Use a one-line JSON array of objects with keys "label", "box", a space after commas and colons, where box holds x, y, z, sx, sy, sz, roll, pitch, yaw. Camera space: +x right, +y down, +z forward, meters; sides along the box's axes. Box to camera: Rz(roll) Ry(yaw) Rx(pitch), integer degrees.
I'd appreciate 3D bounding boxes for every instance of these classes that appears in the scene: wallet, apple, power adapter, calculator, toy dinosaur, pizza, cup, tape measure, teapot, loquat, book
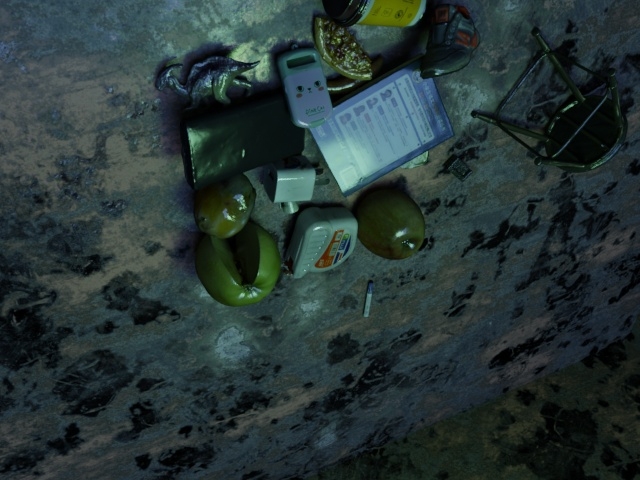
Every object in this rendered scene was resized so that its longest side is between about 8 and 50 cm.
[{"label": "wallet", "box": [-0.217, -0.307, 1.687, 0.406, 0.062, 0.229, -25, 135, -30]}, {"label": "apple", "box": [-0.273, 0.081, 1.912, 0.291, 0.254, 0.292, -15, 137, -15]}, {"label": "power adapter", "box": [-0.071, -0.205, 1.870, 0.204, 0.130, 0.125, -7, 129, -24]}, {"label": "calculator", "box": [-0.047, -0.454, 1.671, 0.141, 0.045, 0.246, -21, 104, -25]}, {"label": "toy dinosaur", "box": [-0.307, -0.435, 1.594, 0.294, 0.077, 0.162, -20, 140, -10]}, {"label": "apple", "box": [0.258, -0.053, 2.095, 0.256, 0.234, 0.257, -14, 134, -15]}, {"label": "pizza", "box": [0.066, -0.560, 1.670, 0.127, 0.058, 0.246, -32, 122, 8]}, {"label": "cup", "box": [0.151, -0.680, 1.571, 0.279, 0.196, 0.196, -5, 129, -35]}, {"label": "tape measure", "box": [0.000, 0.000, 2.079, 0.265, 0.130, 0.258, -6, 132, -30]}, {"label": "teapot", "box": [-0.112, -0.138, 1.957, 0.067, 0.057, 0.083, -19, 125, -17]}, {"label": "loquat", "box": [-0.302, -0.116, 1.789, 0.179, 0.179, 0.227, 26, 98, -40]}, {"label": "book", "box": [0.197, -0.359, 1.816, 0.427, 0.039, 0.300, -29, 119, 0]}]

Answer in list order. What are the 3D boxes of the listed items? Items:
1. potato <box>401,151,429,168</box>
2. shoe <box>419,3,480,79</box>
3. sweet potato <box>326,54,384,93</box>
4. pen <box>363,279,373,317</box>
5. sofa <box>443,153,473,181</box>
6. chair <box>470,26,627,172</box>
[{"label": "potato", "box": [0.268, -0.378, 1.909, 0.160, 0.111, 0.272, -18, 119, -4]}, {"label": "shoe", "box": [0.379, -0.615, 1.697, 0.336, 0.132, 0.171, -52, 129, -39]}, {"label": "sweet potato", "box": [0.091, -0.500, 1.766, 0.255, 0.058, 0.078, -22, 117, -7]}, {"label": "pen", "box": [0.207, 0.254, 2.463, 0.025, 0.025, 0.204, -11, 130, -20]}, {"label": "sofa", "box": [0.531, -0.278, 2.186, 0.060, 0.039, 0.118, -48, 132, 13]}, {"label": "chair", "box": [0.865, -0.443, 2.019, 0.410, 0.365, 0.362, 16, 117, -41]}]
